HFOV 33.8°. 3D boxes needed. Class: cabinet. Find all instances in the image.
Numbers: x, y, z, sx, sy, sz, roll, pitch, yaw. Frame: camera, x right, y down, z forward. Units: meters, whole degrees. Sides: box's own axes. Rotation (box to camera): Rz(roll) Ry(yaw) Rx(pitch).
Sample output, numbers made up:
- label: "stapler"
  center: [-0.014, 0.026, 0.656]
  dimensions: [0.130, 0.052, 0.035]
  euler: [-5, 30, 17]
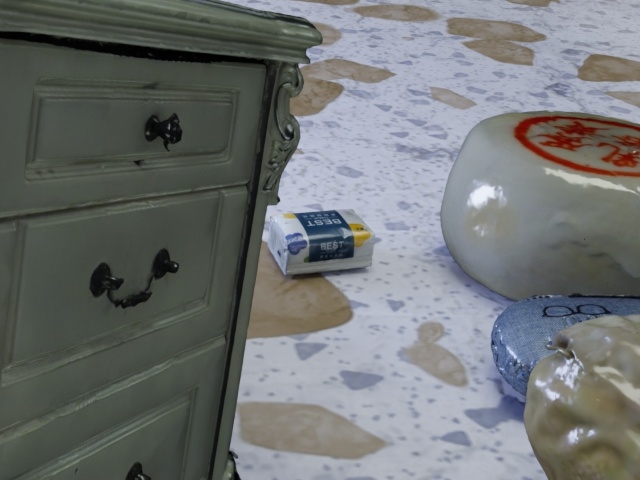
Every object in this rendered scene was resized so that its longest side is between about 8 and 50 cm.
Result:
- label: "cabinet"
  center: [-0.170, 0.036, 0.468]
  dimensions: [0.227, 0.318, 0.290]
  euler: [12, 10, 20]

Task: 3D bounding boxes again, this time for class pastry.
- label: "pastry"
  center: [0.236, -0.034, 0.954]
  dimensions: [0.264, 0.133, 0.265]
  euler: [5, 23, -2]

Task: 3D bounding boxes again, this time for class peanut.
- label: "peanut"
  center: [0.258, 0.150, 0.579]
  dimensions: [0.313, 0.149, 0.149]
  euler: [27, 34, 31]

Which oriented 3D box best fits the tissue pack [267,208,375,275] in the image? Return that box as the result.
- label: "tissue pack"
  center: [0.000, 0.000, 0.941]
  dimensions: [0.083, 0.042, 0.062]
  euler: [-4, 25, -18]

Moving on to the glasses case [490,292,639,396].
- label: "glasses case"
  center: [0.268, 0.088, 0.782]
  dimensions: [0.282, 0.067, 0.109]
  euler: [2, 29, -2]
